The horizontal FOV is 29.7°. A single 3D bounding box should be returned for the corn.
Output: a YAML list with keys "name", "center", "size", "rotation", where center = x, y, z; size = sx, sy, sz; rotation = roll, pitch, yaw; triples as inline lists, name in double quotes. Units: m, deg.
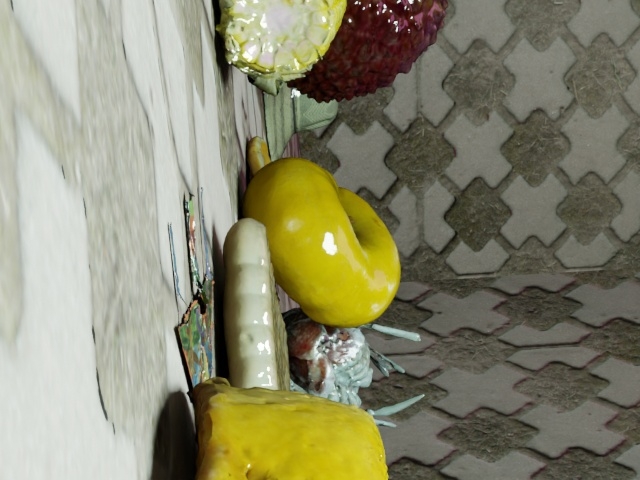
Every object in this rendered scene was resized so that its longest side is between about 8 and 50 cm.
- name: "corn"
  center: [-0.038, -0.224, 1.112]
  size: [0.305, 0.122, 0.123]
  rotation: [-84, -161, -69]

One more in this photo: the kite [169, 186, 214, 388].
- name: "kite"
  center: [-0.071, 0.049, 0.737]
  size: [0.183, 0.010, 0.160]
  rotation: [-87, 173, -81]

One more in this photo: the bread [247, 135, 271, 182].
- name: "bread"
  center: [-0.063, -0.058, 1.289]
  size: [0.110, 0.024, 0.110]
  rotation: [-3, 90, -89]

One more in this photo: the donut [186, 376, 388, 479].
- name: "donut"
  center: [-0.015, 0.199, 0.606]
  size: [0.277, 0.108, 0.278]
  rotation: [-4, 90, -89]

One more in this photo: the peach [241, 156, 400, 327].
- name: "peach"
  center: [0.000, 0.000, 1.148]
  size: [0.179, 0.103, 0.179]
  rotation: [48, 14, -16]

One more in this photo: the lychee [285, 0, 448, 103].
- name: "lychee"
  center: [0.022, -0.282, 1.436]
  size: [0.271, 0.271, 0.271]
  rotation: [-4, 90, -89]

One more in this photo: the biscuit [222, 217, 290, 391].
- name: "biscuit"
  center: [-0.046, 0.131, 0.978]
  size: [0.325, 0.044, 0.217]
  rotation: [85, 1, -72]

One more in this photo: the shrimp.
- name: "shrimp"
  center: [0.007, 0.143, 1.354]
  size: [0.221, 0.166, 0.410]
  rotation: [-60, 157, -9]

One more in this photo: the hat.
- name: "hat"
  center: [-0.025, -0.221, 1.763]
  size: [0.252, 0.110, 0.252]
  rotation: [-3, 90, -90]
